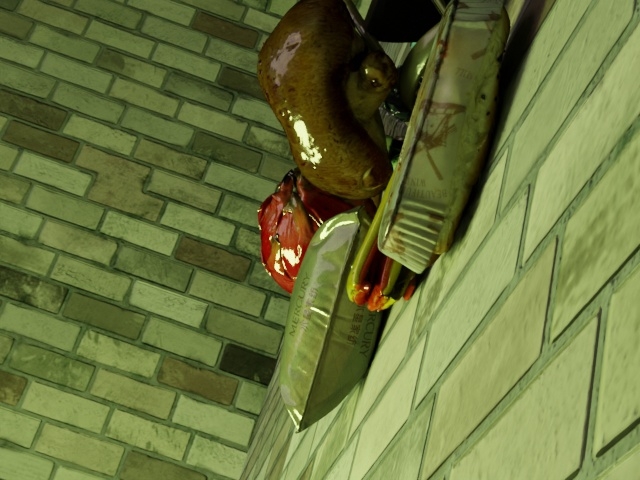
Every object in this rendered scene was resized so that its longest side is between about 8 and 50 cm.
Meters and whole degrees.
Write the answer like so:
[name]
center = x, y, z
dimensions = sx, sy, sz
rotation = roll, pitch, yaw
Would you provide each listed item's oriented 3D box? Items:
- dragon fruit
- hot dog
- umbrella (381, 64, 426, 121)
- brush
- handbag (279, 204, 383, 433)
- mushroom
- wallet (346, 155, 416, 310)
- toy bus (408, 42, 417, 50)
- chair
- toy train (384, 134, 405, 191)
[dragon fruit]
center = 0.000, 0.000, 1.482
dimensions = 0.209, 0.172, 0.172
rotation = 48, -128, -47
[hot dog]
center = 0.117, -0.100, 1.019
dimensions = 0.144, 0.075, 0.268
rotation = 95, -170, -84
[umbrella]
center = 0.124, -0.210, 1.576
dimensions = 0.224, 0.080, 0.071
rotation = 37, -121, -83
[brush]
center = 0.078, -0.081, 1.584
dimensions = 0.013, 0.103, 0.272
rotation = -34, -28, -32
[handbag]
center = 0.019, 0.081, 1.303
dimensions = 0.182, 0.117, 0.271
rotation = -29, -45, -79
[mushroom]
center = 0.005, -0.153, 1.227
dimensions = 0.194, 0.138, 0.231
rotation = -176, 71, -80
[wallet]
center = 0.098, -0.041, 1.157
dimensions = 0.141, 0.067, 0.241
rotation = 101, -168, -78
[toy bus]
center = 0.164, -0.300, 1.517
dimensions = 0.075, 0.060, 0.123
rotation = 105, -176, -66
[chair]
center = 0.127, -0.291, 1.249
dimensions = 0.188, 0.166, 0.272
rotation = 114, 141, -54
[toy train]
center = 0.069, -0.105, 1.407
dimensions = 0.194, 0.125, 0.081
rotation = -105, 30, -85
